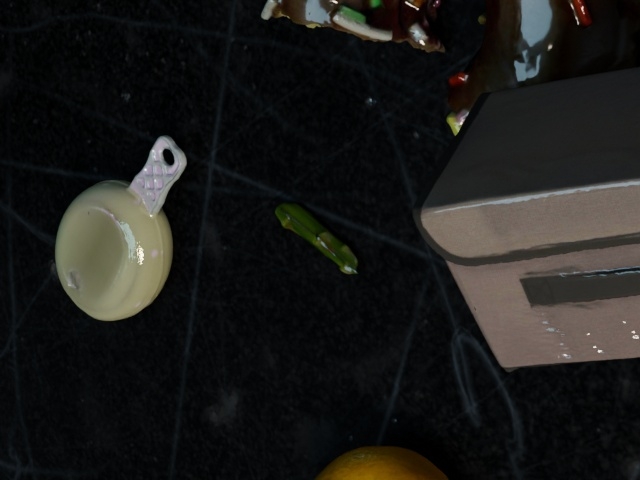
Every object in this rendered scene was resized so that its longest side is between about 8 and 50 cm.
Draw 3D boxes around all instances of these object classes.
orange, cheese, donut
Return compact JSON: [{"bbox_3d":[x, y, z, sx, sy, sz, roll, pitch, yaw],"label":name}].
[{"bbox_3d":[0.058,0.268,1.450,0.159,0.159,0.136,18,153,35],"label":"orange"},{"bbox_3d":[-0.197,-0.018,1.635,0.137,0.064,0.227,48,126,18],"label":"cheese"},{"bbox_3d":[0.115,-0.224,1.275,0.345,0.136,0.259,40,127,23],"label":"donut"}]

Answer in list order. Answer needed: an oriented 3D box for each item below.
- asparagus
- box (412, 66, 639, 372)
[{"bbox_3d":[0.000,0.000,1.501,0.108,0.021,0.025,40,128,25],"label":"asparagus"},{"bbox_3d":[0.225,-0.021,1.101,0.252,0.188,0.153,-10,118,30],"label":"box"}]
